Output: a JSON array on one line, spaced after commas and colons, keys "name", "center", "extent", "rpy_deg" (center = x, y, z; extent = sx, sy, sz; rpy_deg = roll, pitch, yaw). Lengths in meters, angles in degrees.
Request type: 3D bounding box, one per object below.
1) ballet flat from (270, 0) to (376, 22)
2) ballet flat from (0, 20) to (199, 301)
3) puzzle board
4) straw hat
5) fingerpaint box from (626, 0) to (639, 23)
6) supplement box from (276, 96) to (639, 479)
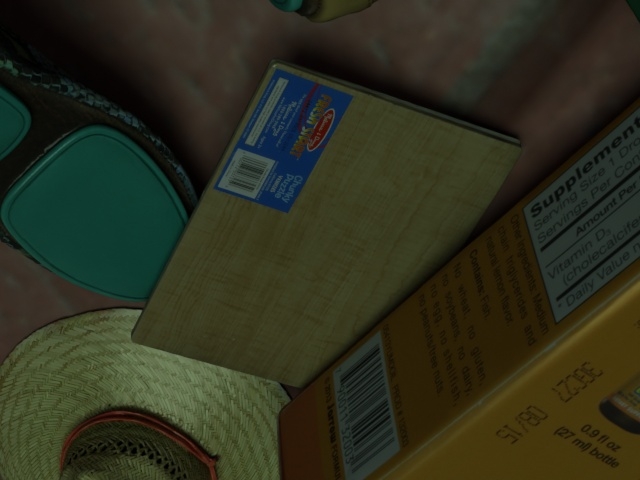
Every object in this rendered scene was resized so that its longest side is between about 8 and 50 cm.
[{"name": "ballet flat", "center": [-0.017, -0.177, 0.441], "extent": [0.073, 0.080, 0.232], "rpy_deg": [-26, 120, -9]}, {"name": "ballet flat", "center": [-0.105, -0.043, 0.520], "extent": [0.070, 0.070, 0.188], "rpy_deg": [-20, 145, 19]}, {"name": "puzzle board", "center": [0.000, 0.000, 0.554], "extent": [0.096, 0.011, 0.128], "rpy_deg": [17, 122, -20]}, {"name": "straw hat", "center": [-0.073, 0.103, 0.610], "extent": [0.144, 0.061, 0.144], "rpy_deg": [4, 121, 7]}, {"name": "fingerpaint box", "center": [0.173, -0.183, 0.240], "extent": [0.371, 0.163, 0.445], "rpy_deg": [-4, 128, 53]}, {"name": "supplement box", "center": [0.087, 0.036, 0.531], "extent": [0.078, 0.080, 0.233], "rpy_deg": [32, 122, -29]}]
